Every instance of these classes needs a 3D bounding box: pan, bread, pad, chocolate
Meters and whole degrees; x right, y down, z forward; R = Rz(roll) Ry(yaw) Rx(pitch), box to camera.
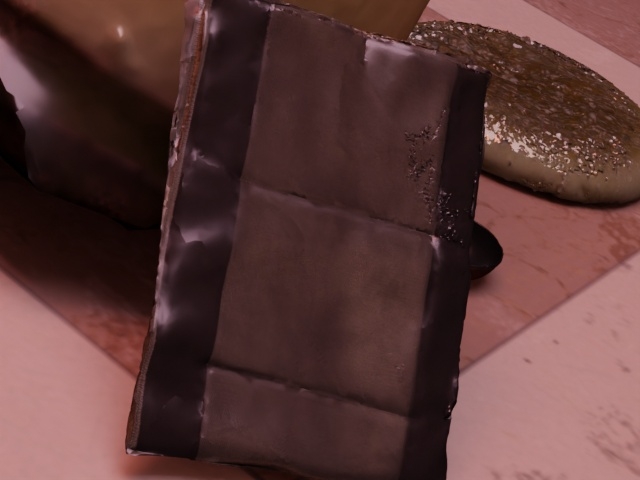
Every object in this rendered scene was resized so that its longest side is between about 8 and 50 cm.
[{"bbox_3d":[0.076,-0.010,0.869,0.068,0.023,0.115,6,36,-25],"label":"pan"},{"bbox_3d":[0.165,-0.116,1.092,0.267,0.040,0.267,16,29,-10],"label":"bread"},{"bbox_3d":[0.000,0.000,0.643,0.174,0.022,0.233,14,75,-26],"label":"pad"},{"bbox_3d":[-0.078,-0.206,0.775,0.314,0.297,0.326,40,24,25],"label":"chocolate"}]
